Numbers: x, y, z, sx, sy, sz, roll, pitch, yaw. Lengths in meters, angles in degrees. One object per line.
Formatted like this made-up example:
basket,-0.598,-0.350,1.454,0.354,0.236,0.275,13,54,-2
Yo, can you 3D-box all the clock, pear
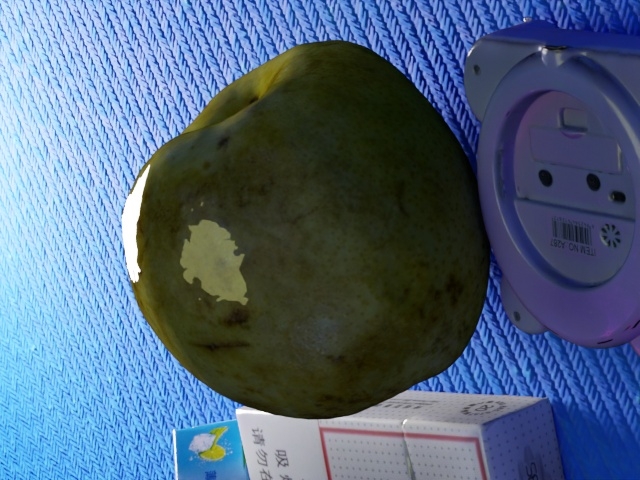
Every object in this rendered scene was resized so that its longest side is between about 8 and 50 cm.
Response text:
clock,0.211,-0.038,1.470,0.227,0.090,0.248,13,116,48
pear,0.000,0.000,1.586,0.304,0.304,0.304,22,120,44

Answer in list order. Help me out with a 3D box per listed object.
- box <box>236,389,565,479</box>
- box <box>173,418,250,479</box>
box,0.077,0.242,1.731,0.330,0.095,0.210,-2,102,48
box,-0.090,0.290,1.859,0.139,0.073,0.194,76,-174,-46
